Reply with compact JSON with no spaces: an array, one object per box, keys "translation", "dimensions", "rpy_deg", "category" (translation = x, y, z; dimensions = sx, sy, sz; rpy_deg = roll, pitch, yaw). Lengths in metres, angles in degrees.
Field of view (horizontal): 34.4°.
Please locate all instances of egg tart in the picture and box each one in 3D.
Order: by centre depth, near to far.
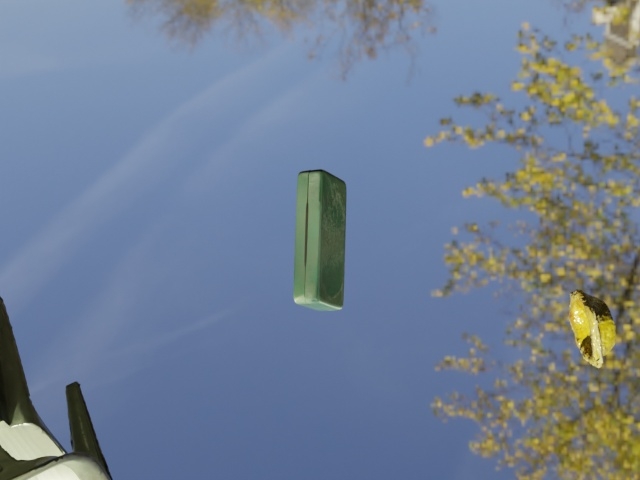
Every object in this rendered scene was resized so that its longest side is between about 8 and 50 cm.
[{"translation":[0.348,0.109,1.315],"dimensions":[0.039,0.105,0.105],"rpy_deg":[-13,-152,-1],"category":"egg tart"}]

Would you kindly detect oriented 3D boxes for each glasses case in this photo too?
[{"translation":[0.000,0.000,1.404],"dimensions":[0.039,0.184,0.077],"rpy_deg":[-6,165,29],"category":"glasses case"}]

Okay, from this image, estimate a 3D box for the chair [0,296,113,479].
[{"translation":[-0.282,0.181,0.819],"dimensions":[0.203,0.191,0.275],"rpy_deg":[-26,-142,-12],"category":"chair"}]
